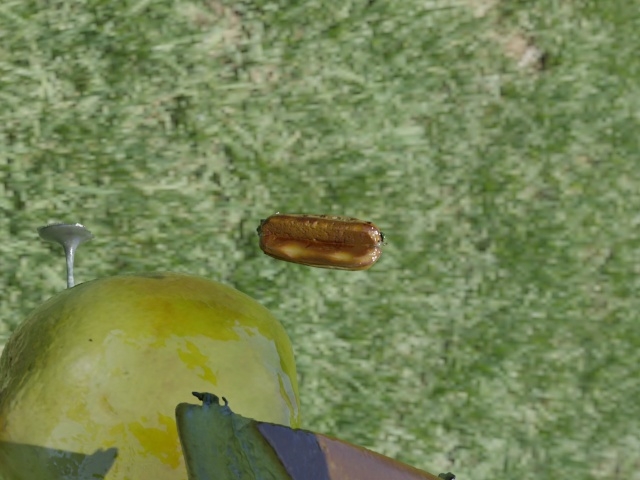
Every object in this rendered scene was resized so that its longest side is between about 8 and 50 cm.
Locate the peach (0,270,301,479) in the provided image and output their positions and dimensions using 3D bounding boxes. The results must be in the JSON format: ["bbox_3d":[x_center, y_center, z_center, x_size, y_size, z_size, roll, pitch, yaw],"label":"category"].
[{"bbox_3d":[-0.169,0.171,1.393,0.316,0.314,0.281,15,114,-8],"label":"peach"}]

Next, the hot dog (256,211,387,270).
[{"bbox_3d":[0.000,0.000,1.214,0.037,0.122,0.049,19,80,-70],"label":"hot dog"}]

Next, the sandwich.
[{"bbox_3d":[-0.008,0.192,0.952,0.236,0.122,0.128,29,60,-47],"label":"sandwich"}]

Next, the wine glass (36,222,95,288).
[{"bbox_3d":[-0.288,0.115,1.585,0.074,0.074,0.262,14,66,-47],"label":"wine glass"}]
